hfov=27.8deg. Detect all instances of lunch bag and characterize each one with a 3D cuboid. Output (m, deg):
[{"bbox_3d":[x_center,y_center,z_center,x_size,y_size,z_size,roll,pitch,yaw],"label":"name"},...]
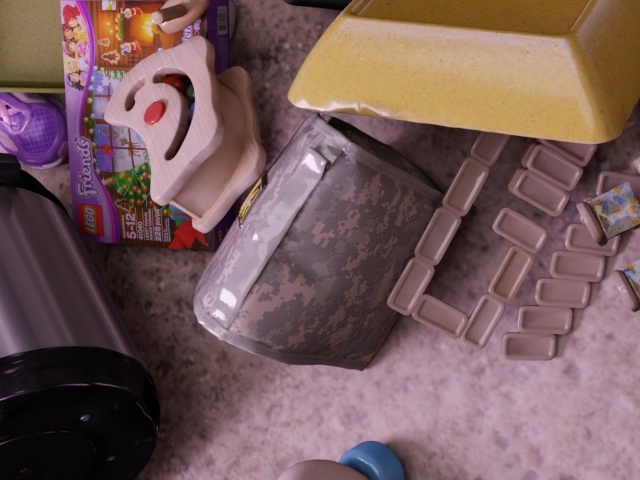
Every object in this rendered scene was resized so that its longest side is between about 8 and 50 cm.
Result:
[{"bbox_3d":[0.000,0.000,1.338,0.169,0.287,0.235,37,99,24],"label":"lunch bag"}]

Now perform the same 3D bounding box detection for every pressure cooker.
[{"bbox_3d":[-0.415,0.115,1.457,0.370,0.375,0.420,-32,59,1],"label":"pressure cooker"}]

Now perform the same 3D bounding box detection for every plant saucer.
[{"bbox_3d":[-0.361,-0.268,1.630,0.045,0.188,0.188,148,118,-64],"label":"plant saucer"},{"bbox_3d":[0.174,-0.231,1.292,0.333,0.333,0.081,10,130,25],"label":"plant saucer"}]

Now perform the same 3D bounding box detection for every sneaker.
[{"bbox_3d":[-0.417,-0.175,1.653,0.236,0.104,0.095,37,96,23],"label":"sneaker"}]

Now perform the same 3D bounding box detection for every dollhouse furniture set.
[{"bbox_3d":[0.383,0.010,1.213,0.212,0.161,0.242,-28,79,12],"label":"dollhouse furniture set"}]

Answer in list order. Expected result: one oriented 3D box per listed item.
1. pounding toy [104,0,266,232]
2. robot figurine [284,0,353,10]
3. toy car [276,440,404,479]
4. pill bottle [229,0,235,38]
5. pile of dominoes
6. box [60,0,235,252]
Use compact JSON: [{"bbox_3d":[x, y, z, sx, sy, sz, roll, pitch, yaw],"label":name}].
[{"bbox_3d":[-0.171,-0.147,1.361,0.154,0.155,0.269,-33,46,23],"label":"pounding toy"},{"bbox_3d":[-0.004,-0.404,1.462,0.209,0.173,0.278,-13,74,23],"label":"robot figurine"},{"bbox_3d":[0.005,0.372,1.357,0.210,0.219,0.238,42,128,24],"label":"toy car"},{"bbox_3d":[-0.190,-0.280,1.577,0.160,0.087,0.087,16,89,26],"label":"pill bottle"},{"bbox_3d":[0.207,-0.003,1.348,0.196,0.040,0.251,28,95,-13],"label":"pile of dominoes"},{"bbox_3d":[-0.203,-0.139,1.527,0.201,0.057,0.293,4,103,25],"label":"box"}]
